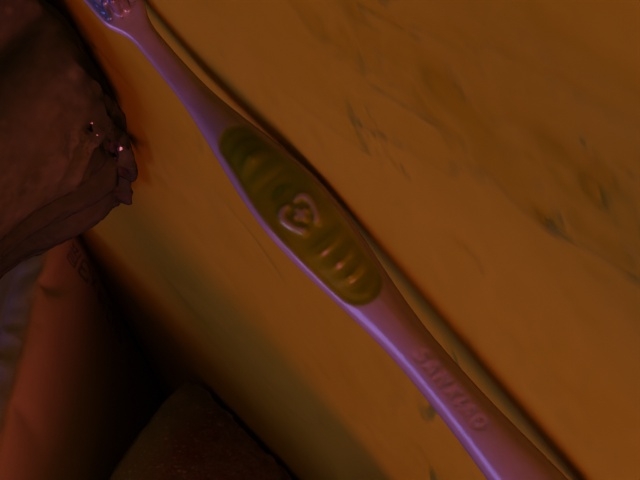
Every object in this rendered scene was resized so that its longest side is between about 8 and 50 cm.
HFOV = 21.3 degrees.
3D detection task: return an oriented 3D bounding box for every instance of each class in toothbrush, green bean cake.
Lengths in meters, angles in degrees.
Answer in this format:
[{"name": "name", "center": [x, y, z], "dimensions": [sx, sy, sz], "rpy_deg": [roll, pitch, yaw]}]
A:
[{"name": "toothbrush", "center": [0.000, 0.000, 0.507], "dimensions": [0.263, 0.022, 0.026], "rpy_deg": [49, 177, 16]}, {"name": "green bean cake", "center": [-0.185, -0.077, 0.702], "dimensions": [0.227, 0.125, 0.222], "rpy_deg": [52, 163, -3]}]

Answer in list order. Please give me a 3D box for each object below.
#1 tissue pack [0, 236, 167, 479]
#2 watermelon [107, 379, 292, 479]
[{"name": "tissue pack", "center": [-0.186, 0.218, 0.999], "dimensions": [0.405, 0.205, 0.332], "rpy_deg": [66, -157, -45]}, {"name": "watermelon", "center": [-0.014, 0.207, 0.858], "dimensions": [0.262, 0.201, 0.213], "rpy_deg": [-80, -28, -47]}]
